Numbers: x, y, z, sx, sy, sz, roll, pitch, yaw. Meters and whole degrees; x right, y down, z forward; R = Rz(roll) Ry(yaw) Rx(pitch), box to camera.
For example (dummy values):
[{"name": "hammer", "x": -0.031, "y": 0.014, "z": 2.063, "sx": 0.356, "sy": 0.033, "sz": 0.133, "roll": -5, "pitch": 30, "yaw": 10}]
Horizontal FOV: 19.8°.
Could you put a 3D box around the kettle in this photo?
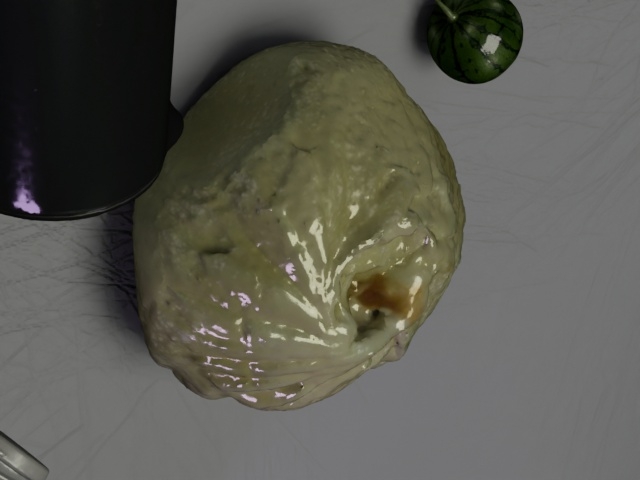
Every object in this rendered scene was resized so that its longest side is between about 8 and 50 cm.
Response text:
[{"name": "kettle", "x": -0.215, "y": -0.169, "z": 1.302, "sx": 0.262, "sy": 0.203, "sz": 0.308, "roll": -39, "pitch": 144, "yaw": -43}]

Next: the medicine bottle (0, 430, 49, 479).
[{"name": "medicine bottle", "x": -0.307, "y": 0.235, "z": 1.396, "sx": 0.215, "sy": 0.135, "sz": 0.135, "roll": -53, "pitch": 144, "yaw": -9}]

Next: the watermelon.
[{"name": "watermelon", "x": 0.153, "y": -0.206, "z": 1.832, "sx": 0.109, "sy": 0.109, "sz": 0.109, "roll": -31, "pitch": 135, "yaw": -36}]

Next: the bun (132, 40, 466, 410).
[{"name": "bun", "x": 0.000, "y": 0.000, "z": 1.672, "sx": 0.352, "sy": 0.227, "sz": 0.349, "roll": 20, "pitch": 96, "yaw": -57}]
